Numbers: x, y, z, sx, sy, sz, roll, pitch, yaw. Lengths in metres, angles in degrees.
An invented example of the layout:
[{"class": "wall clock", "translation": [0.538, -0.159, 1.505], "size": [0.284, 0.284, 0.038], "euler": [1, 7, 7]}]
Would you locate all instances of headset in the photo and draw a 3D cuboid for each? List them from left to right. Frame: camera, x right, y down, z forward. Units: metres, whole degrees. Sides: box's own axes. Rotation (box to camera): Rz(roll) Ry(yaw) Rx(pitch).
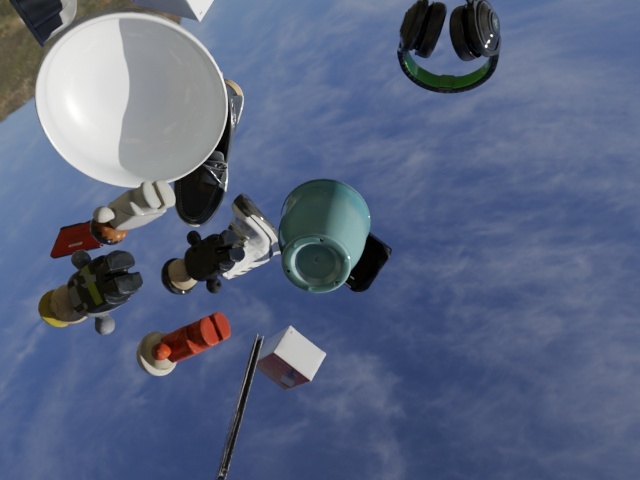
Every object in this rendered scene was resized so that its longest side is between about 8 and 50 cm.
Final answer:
[{"class": "headset", "translation": [0.307, -0.520, 1.100], "size": [0.243, 0.394, 0.186], "euler": [9, -111, 17]}]

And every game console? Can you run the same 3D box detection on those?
[{"class": "game console", "translation": [-0.516, -0.003, 1.068], "size": [0.143, 0.085, 0.124], "euler": [-12, -129, 15]}, {"class": "game console", "translation": [0.073, 0.015, 1.736], "size": [0.361, 0.044, 0.213], "euler": [39, -69, 19]}]

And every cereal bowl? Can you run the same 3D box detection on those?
[{"class": "cereal bowl", "translation": [-0.365, -0.282, 0.920], "size": [0.338, 0.339, 0.141], "euler": [-33, -136, -2]}]

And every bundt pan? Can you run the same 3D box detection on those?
[{"class": "bundt pan", "translation": [-0.611, -0.572, 0.933], "size": [0.124, 0.331, 0.330], "euler": [-34, -144, -15]}]

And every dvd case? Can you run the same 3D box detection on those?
[{"class": "dvd case", "translation": [-0.140, 0.289, 0.793], "size": [0.018, 0.165, 0.222], "euler": [16, -125, -4]}]

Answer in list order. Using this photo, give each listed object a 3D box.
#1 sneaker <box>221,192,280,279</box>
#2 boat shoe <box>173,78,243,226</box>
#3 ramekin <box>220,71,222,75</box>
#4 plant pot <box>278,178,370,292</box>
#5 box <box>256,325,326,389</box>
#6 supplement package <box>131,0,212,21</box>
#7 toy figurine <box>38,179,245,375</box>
[{"class": "sneaker", "translation": [-0.283, 0.022, 1.645], "size": [0.257, 0.448, 0.169], "euler": [-38, -109, -9]}, {"class": "boat shoe", "translation": [-0.379, -0.280, 1.527], "size": [0.156, 0.186, 0.501], "euler": [-83, -168, -76]}, {"class": "ramekin", "translation": [-0.340, -0.357, 1.117], "size": [0.206, 0.109, 0.207], "euler": [5, -169, -1]}, {"class": "plant pot", "translation": [0.000, 0.000, 1.296], "size": [0.271, 0.272, 0.255], "euler": [-19, -156, 16]}, {"class": "box", "translation": [-0.090, 0.325, 1.280], "size": [0.091, 0.130, 0.170], "euler": [-55, -172, -36]}, {"class": "supplement package", "translation": [-0.348, -0.624, 1.018], "size": [0.203, 0.194, 0.149], "euler": [22, -103, 17]}, {"class": "toy figurine", "translation": [-0.222, 0.050, 0.615], "size": [0.148, 0.209, 0.213], "euler": [-26, -137, 29]}]
